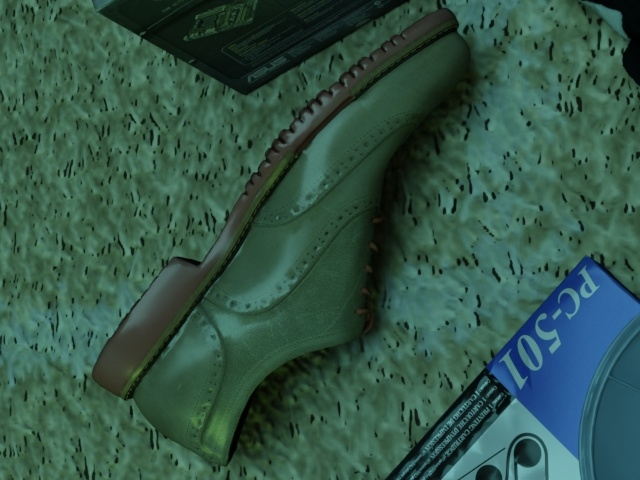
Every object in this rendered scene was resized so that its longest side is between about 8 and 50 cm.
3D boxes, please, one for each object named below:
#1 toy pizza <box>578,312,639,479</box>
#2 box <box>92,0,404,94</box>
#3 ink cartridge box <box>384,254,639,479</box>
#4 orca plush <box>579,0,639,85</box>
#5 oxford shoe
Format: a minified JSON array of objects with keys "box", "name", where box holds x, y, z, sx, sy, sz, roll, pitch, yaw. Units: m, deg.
[{"box":[0.241,0.115,0.636,0.201,0.032,0.201,-1,83,7],"name":"toy pizza"},{"box":[-0.018,-0.201,0.805,0.231,0.183,0.056,-28,65,22],"name":"box"},{"box":[0.132,0.119,0.719,0.207,0.046,0.097,-49,61,10],"name":"ink cartridge box"},{"box":[0.245,-0.147,0.687,0.151,0.102,0.287,-49,60,11],"name":"orca plush"},{"box":[0.000,0.000,0.806,0.130,0.123,0.348,41,99,4],"name":"oxford shoe"}]
